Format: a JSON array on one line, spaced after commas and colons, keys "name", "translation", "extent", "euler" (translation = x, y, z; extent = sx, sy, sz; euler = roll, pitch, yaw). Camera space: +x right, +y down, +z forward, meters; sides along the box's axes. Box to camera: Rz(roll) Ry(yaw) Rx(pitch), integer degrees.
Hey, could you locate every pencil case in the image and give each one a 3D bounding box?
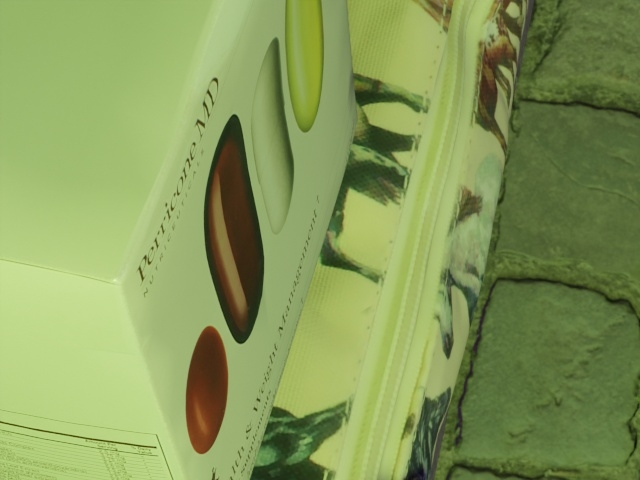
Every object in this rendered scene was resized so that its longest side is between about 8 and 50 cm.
[{"name": "pencil case", "translation": [0.000, 0.000, 0.730], "extent": [0.160, 0.183, 0.410], "euler": [42, 52, -40]}]

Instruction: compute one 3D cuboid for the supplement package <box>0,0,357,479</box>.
[{"name": "supplement package", "translation": [-0.084, -0.032, 0.542], "extent": [0.203, 0.149, 0.194], "euler": [82, 22, -60]}]
